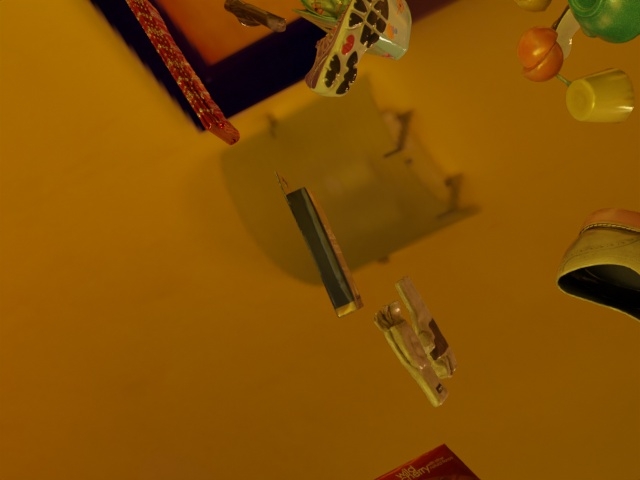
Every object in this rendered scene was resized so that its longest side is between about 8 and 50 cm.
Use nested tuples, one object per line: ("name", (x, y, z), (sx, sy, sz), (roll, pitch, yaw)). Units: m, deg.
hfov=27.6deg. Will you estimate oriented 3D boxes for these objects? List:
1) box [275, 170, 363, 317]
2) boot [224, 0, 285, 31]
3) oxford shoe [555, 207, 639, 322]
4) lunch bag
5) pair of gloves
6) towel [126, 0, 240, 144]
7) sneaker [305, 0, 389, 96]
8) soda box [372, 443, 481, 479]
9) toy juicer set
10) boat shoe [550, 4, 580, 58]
("box", (0.000, 0.000, 1.863), (0.136, 0.036, 0.225), (6, -121, -85))
("boot", (-0.091, -0.366, 2.169), (0.106, 0.114, 0.037), (10, -79, -56))
("oxford shoe", (0.495, 0.073, 1.676), (0.146, 0.397, 0.140), (-44, -47, -39))
("lunch bag", (0.043, -0.454, 2.380), (0.223, 0.160, 0.262), (24, -144, -56))
("pair of gloves", (0.174, 0.181, 2.354), (0.204, 0.042, 0.240), (58, -160, -8))
("towel", (-0.218, -0.277, 2.079), (0.275, 0.031, 0.199), (58, -177, 5))
("sneaker", (0.028, -0.272, 1.737), (0.068, 0.071, 0.170), (38, -102, -41))
("soda box", (0.064, 0.330, 1.475), (0.263, 0.092, 0.083), (-20, -132, -35))
("toy juicer set", (0.332, -0.323, 1.599), (0.089, 0.329, 0.209), (-10, -147, -30))
("boat shoe", (0.411, -0.360, 2.207), (0.049, 0.133, 0.042), (-11, -121, -15))
